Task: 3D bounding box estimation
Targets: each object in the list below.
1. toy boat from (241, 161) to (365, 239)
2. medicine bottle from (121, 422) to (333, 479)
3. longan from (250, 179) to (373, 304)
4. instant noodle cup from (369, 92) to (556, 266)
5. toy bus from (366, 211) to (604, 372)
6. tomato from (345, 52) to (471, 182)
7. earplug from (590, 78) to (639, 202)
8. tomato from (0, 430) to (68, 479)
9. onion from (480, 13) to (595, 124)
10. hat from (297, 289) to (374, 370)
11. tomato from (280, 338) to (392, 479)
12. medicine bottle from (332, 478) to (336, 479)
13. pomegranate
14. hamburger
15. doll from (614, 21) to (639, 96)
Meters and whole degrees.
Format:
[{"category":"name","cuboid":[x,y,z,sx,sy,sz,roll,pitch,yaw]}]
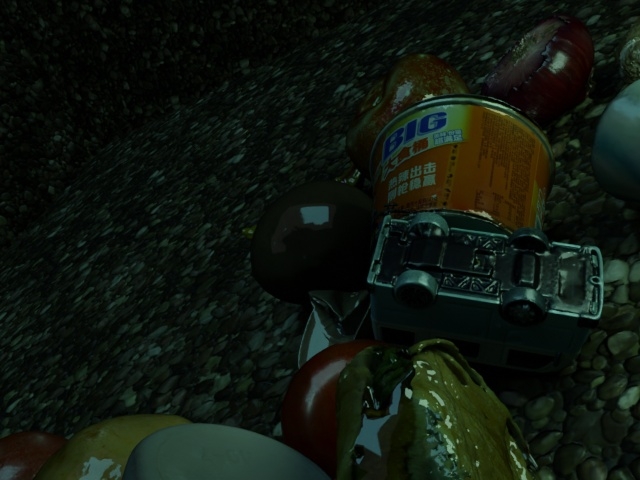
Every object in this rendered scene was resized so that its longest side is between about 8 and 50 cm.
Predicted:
[{"category":"toy boat","cuboid":[-0.016,-0.074,1.670,0.318,0.099,0.141,-34,21,10]},{"category":"medicine bottle","cuboid":[-0.119,0.366,0.725,0.208,0.208,0.339,42,116,65]},{"category":"longan","cuboid":[0.000,0.000,1.373,0.246,0.215,0.246,-51,18,23]},{"category":"instant noodle cup","cuboid":[0.196,-0.034,1.135,0.296,0.296,0.214,-19,37,31]},{"category":"toy bus","cuboid":[0.201,0.075,0.984,0.271,0.164,0.133,9,45,11]},{"category":"tomato","cuboid":[0.186,-0.217,1.522,0.270,0.223,0.270,-51,11,14]},{"category":"earplug","cuboid":[0.508,-0.080,0.960,0.185,0.185,0.324,-36,31,-2]},{"category":"tomato","cuboid":[-0.463,0.404,1.239,0.208,0.208,0.184,-41,33,-14]},{"category":"onion","cuboid":[0.416,-0.313,1.483,0.248,0.161,0.248,-31,14,9]},{"category":"hat","cuboid":[0.051,0.155,1.235,0.166,0.144,0.173,-5,82,55]},{"category":"tomato","cuboid":[0.048,0.217,0.974,0.195,0.195,0.136,-36,-9,-3]},{"category":"medicine bottle","cuboid":[-0.002,0.346,0.855,0.237,0.139,0.139,-31,24,23]},{"category":"pomegranate","cuboid":[-0.242,0.356,0.991,0.307,0.307,0.307,-28,26,15]},{"category":"hamburger","cuboid":[0.117,0.230,0.761,0.134,0.265,0.285,-27,24,22]},{"category":"doll","cuboid":[0.576,-0.329,1.371,0.115,0.105,0.221,-17,31,36]}]
